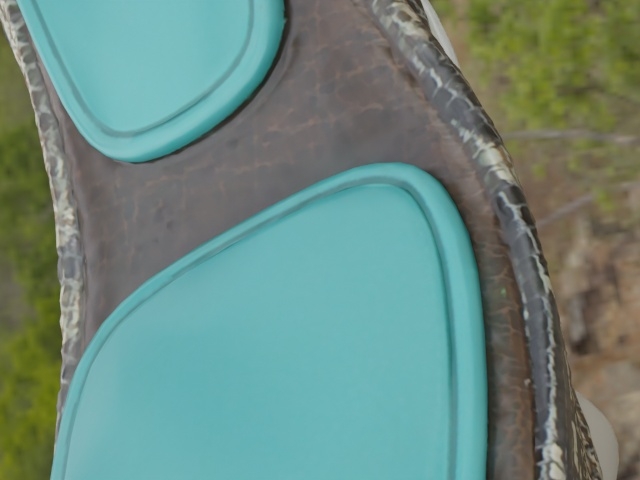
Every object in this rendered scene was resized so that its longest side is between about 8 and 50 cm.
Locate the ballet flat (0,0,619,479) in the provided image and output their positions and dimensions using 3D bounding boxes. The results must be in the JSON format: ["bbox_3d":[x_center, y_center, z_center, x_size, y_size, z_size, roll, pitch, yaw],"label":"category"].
[{"bbox_3d":[0.000,0.000,0.581,0.164,0.182,0.483,-29,58,26],"label":"ballet flat"}]
